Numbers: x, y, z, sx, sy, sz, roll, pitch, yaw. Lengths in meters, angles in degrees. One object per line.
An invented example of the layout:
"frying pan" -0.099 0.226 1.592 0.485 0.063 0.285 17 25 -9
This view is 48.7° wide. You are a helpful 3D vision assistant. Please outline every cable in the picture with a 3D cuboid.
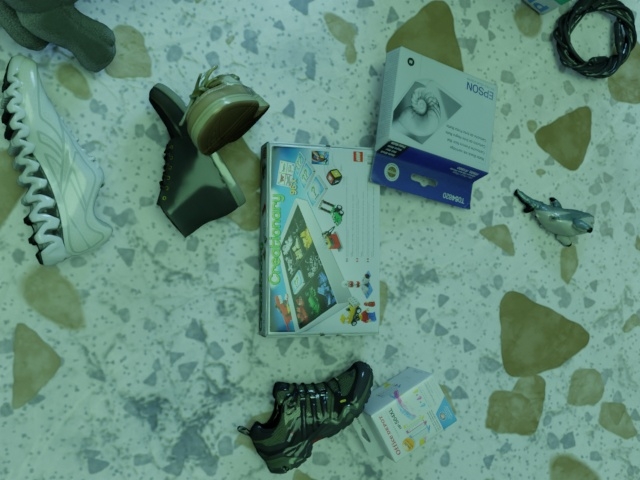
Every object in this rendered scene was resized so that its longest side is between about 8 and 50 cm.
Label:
"cable" 0.515 -0.378 1.327 0.150 0.047 0.184 46 73 -16

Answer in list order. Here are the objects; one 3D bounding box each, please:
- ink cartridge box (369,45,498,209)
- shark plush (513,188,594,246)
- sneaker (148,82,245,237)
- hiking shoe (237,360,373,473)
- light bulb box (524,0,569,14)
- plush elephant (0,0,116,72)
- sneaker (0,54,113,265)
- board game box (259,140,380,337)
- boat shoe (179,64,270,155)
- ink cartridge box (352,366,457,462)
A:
"ink cartridge box" 0.195 -0.183 1.184 0.223 0.045 0.224 12 82 -29
"shark plush" 0.424 -0.048 1.293 0.161 0.073 0.067 20 61 4
"sneaker" -0.219 -0.120 1.060 0.118 0.083 0.222 -34 95 -11
"hiking shoe" -0.017 0.255 1.107 0.227 0.086 0.114 -41 103 -14
"light bulb box" 0.386 -0.652 1.185 0.357 0.225 0.361 32 83 -13
"plush elephant" -0.405 -0.417 0.945 0.329 0.272 0.255 -4 49 -48
"sneaker" -0.378 -0.116 1.006 0.118 0.110 0.292 -15 101 -25
"board game box" 0.000 0.000 1.139 0.192 0.053 0.306 2 87 -18
"boat shoe" -0.144 -0.188 0.995 0.104 0.285 0.089 -43 95 8
"ink cartridge box" 0.128 0.286 1.150 0.143 0.090 0.092 -30 97 -17
